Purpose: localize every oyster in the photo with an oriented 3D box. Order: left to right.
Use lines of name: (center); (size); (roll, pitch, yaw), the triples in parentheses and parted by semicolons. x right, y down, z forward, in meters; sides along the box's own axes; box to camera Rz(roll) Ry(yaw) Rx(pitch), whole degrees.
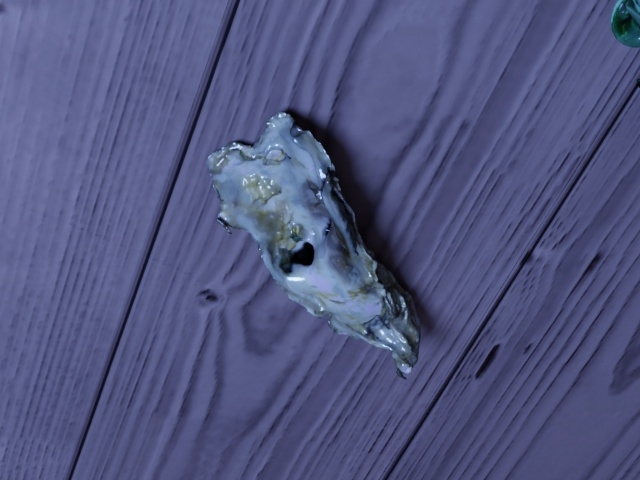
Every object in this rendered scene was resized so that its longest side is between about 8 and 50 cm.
oyster: (-0.001, 0.001, 0.683); (0.106, 0.061, 0.200); (-2, 129, 19)

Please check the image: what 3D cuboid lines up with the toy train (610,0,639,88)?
toy train: (0.243, -0.103, 0.600); (0.104, 0.071, 0.178); (-37, 125, 13)
